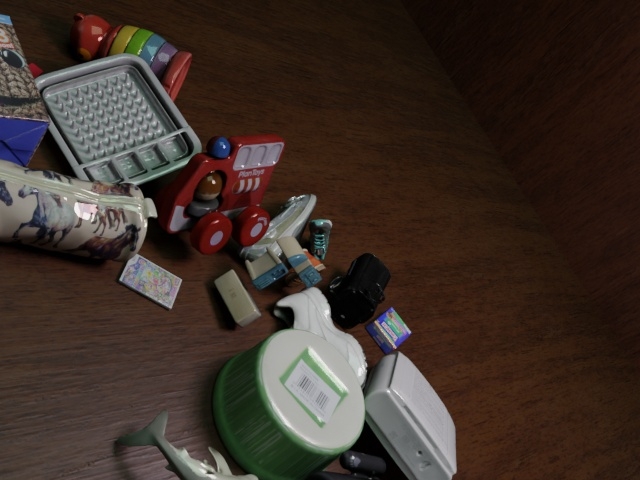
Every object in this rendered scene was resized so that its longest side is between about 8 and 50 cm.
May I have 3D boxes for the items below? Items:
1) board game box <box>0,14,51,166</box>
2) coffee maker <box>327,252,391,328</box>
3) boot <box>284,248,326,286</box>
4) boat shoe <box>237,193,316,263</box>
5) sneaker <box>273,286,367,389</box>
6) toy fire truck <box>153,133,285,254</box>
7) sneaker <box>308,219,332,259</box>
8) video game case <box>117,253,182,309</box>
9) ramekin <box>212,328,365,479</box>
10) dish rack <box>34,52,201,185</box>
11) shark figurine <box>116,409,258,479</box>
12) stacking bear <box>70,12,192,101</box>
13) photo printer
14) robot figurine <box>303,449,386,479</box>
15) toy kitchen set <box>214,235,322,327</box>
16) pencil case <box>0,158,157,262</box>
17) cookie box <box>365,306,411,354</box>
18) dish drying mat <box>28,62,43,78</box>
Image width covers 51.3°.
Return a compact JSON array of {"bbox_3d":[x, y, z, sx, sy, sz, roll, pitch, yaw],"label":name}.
[{"bbox_3d":[-0.685,-0.298,1.260,0.232,0.141,0.291,-3,57,-49],"label":"board game box"},{"bbox_3d":[0.118,0.124,1.720,0.120,0.171,0.178,65,31,-23],"label":"coffee maker"},{"bbox_3d":[-0.057,0.066,1.695,0.085,0.059,0.158,51,27,11],"label":"boot"},{"bbox_3d":[-0.099,-0.034,1.698,0.103,0.118,0.320,29,42,4],"label":"boat shoe"},{"bbox_3d":[-0.005,0.239,1.538,0.129,0.111,0.297,-12,48,-37],"label":"sneaker"},{"bbox_3d":[-0.222,-0.123,1.493,0.169,0.254,0.302,36,28,27],"label":"toy fire truck"},{"bbox_3d":[0.000,0.000,1.747,0.064,0.166,0.076,-3,67,0],"label":"sneaker"},{"bbox_3d":[-0.355,0.085,1.397,0.122,0.011,0.087,33,38,-19],"label":"video game case"},{"bbox_3d":[-0.053,0.329,1.357,0.303,0.148,0.304,28,39,-26],"label":"ramekin"},{"bbox_3d":[-0.461,-0.255,1.503,0.285,0.072,0.333,-28,76,-29],"label":"dish rack"},{"bbox_3d":[-0.216,0.423,1.145,0.278,0.116,0.166,40,1,-24],"label":"shark figurine"},{"bbox_3d":[-0.487,-0.464,1.673,0.288,0.175,0.164,25,67,-9],"label":"stacking bear"},{"bbox_3d":[0.207,0.399,1.534,0.256,0.107,0.307,53,14,-1],"label":"photo printer"},{"bbox_3d":[0.051,0.530,1.256,0.278,0.209,0.174,20,26,-32],"label":"robot figurine"},{"bbox_3d":[-0.104,0.113,1.526,0.122,0.207,0.166,57,-1,30],"label":"toy kitchen set"},{"bbox_3d":[-0.520,-0.067,1.221,0.410,0.183,0.160,13,64,-40],"label":"pencil case"},{"bbox_3d":[0.184,0.241,1.786,0.092,0.040,0.107,52,36,6],"label":"cookie box"},{"bbox_3d":[-0.668,-0.378,1.522,0.032,0.008,0.083,37,35,-16],"label":"dish drying mat"}]
